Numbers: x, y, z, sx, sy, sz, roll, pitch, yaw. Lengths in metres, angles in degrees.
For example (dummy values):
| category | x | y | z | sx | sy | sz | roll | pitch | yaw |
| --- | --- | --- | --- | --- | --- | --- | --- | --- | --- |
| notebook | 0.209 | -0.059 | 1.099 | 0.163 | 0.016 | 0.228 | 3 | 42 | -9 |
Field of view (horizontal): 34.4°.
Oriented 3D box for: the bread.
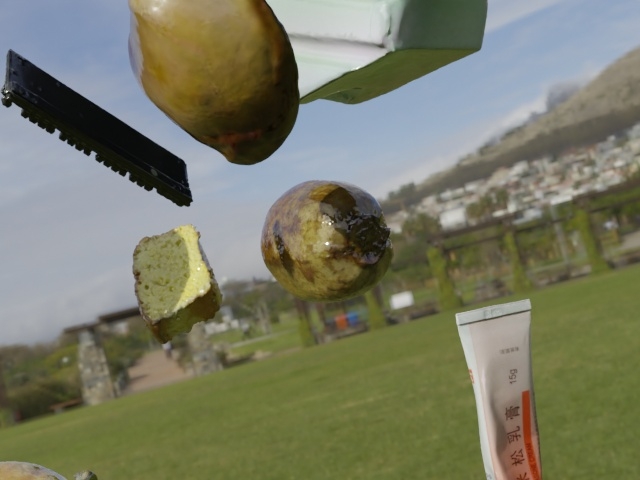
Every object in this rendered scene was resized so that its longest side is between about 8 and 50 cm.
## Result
| category | x | y | z | sx | sy | sz | roll | pitch | yaw |
| --- | --- | --- | --- | --- | --- | --- | --- | --- | --- |
| bread | -0.182 | 0.054 | 1.304 | 0.103 | 0.065 | 0.187 | -21 | 33 | -6 |

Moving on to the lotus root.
| category | x | y | z | sx | sy | sz | roll | pitch | yaw |
| --- | --- | --- | --- | --- | --- | --- | --- | --- | --- |
| lotus root | 0.000 | 0.000 | 1.225 | 0.129 | 0.145 | 0.260 | -7 | 4 | -23 |

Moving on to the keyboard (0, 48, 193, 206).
| category | x | y | z | sx | sy | sz | roll | pitch | yaw |
| --- | --- | --- | --- | --- | --- | --- | --- | --- | --- |
| keyboard | -0.217 | -0.105 | 1.022 | 0.023 | 0.072 | 0.231 | -37 | -46 | 22 |

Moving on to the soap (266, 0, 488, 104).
| category | x | y | z | sx | sy | sz | roll | pitch | yaw |
| --- | --- | --- | --- | --- | --- | --- | --- | --- | --- |
| soap | -0.019 | -0.297 | 1.210 | 0.156 | 0.261 | 0.446 | -6 | 16 | -43 |

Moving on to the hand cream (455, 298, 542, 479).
| category | x | y | z | sx | sy | sz | roll | pitch | yaw |
| --- | --- | --- | --- | --- | --- | --- | --- | --- | --- |
| hand cream | 0.150 | 0.154 | 0.809 | 0.052 | 0.216 | 0.038 | -19 | 15 | -36 |

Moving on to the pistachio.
| category | x | y | z | sx | sy | sz | roll | pitch | yaw |
| --- | --- | --- | --- | --- | --- | --- | --- | --- | --- |
| pistachio | -0.096 | -0.166 | 0.937 | 0.165 | 0.210 | 0.130 | -14 | 17 | 37 |

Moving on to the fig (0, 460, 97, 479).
| category | x | y | z | sx | sy | sz | roll | pitch | yaw |
| --- | --- | --- | --- | --- | --- | --- | --- | --- | --- |
| fig | -0.258 | 0.250 | 0.933 | 0.160 | 0.143 | 0.230 | 17 | 35 | 16 |
